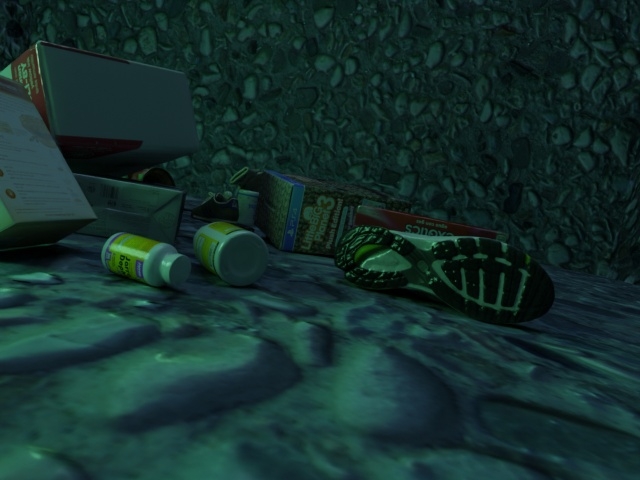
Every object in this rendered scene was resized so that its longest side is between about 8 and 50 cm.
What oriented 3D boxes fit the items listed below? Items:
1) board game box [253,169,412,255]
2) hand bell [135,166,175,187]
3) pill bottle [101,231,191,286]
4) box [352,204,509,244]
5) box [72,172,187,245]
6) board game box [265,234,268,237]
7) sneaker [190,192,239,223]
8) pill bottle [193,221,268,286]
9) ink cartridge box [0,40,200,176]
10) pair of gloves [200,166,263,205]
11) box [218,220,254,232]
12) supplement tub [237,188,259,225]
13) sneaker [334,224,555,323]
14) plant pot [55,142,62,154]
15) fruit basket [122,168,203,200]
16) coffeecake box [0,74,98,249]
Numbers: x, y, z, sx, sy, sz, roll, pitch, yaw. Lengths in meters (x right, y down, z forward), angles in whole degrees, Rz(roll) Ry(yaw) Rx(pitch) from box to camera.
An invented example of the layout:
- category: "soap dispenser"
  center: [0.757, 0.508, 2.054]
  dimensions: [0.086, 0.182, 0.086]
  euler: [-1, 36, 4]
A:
- category: "board game box"
  center: [0.020, -0.061, 1.070]
  dimensions: [0.291, 0.141, 0.232]
  euler: [6, 13, -24]
- category: "hand bell"
  center: [-0.541, -0.132, 1.278]
  dimensions: [0.242, 0.126, 0.126]
  euler: [-1, -1, 25]
- category: "pill bottle"
  center: [-0.170, 0.020, 0.449]
  dimensions: [0.083, 0.043, 0.043]
  euler: [12, 5, 23]
- category: "box"
  center: [0.185, 0.019, 0.817]
  dimensions: [0.257, 0.122, 0.128]
  euler: [12, 5, 10]
- category: "box"
  center: [-0.330, -0.062, 0.810]
  dimensions: [0.169, 0.087, 0.290]
  euler: [9, 5, -17]
- category: "board game box"
  center: [0.000, 0.000, 1.213]
  dimensions: [0.282, 0.027, 0.145]
  euler: [11, 4, -2]
- category: "sneaker"
  center: [-0.289, -0.091, 1.272]
  dimensions: [0.192, 0.086, 0.064]
  euler: [15, 6, 42]
- category: "pill bottle"
  center: [-0.115, 0.011, 0.555]
  dimensions: [0.065, 0.065, 0.116]
  euler: [8, 6, -34]
- category: "ink cartridge box"
  center: [-0.472, -0.207, 0.872]
  dimensions: [0.385, 0.160, 0.279]
  euler: [-9, 3, 35]
- category: "pair of gloves"
  center: [-0.283, -0.159, 1.493]
  dimensions: [0.042, 0.240, 0.204]
  euler: [56, 17, 11]
- category: "box"
  center: [-0.212, -0.031, 1.139]
  dimensions: [0.067, 0.018, 0.083]
  euler: [8, 5, -33]
- category: "supplement tub"
  center: [-0.233, -0.105, 1.446]
  dimensions: [0.071, 0.107, 0.071]
  euler: [10, 5, -1]
- category: "sneaker"
  center: [0.178, 0.041, 0.667]
  dimensions: [0.300, 0.110, 0.121]
  euler: [15, 2, 24]
- category: "plant pot"
  center: [-0.466, -0.115, 0.606]
  dimensions: [0.180, 0.201, 0.201]
  euler: [26, 3, -8]
- category: "fruit basket"
  center: [-0.607, -0.208, 1.501]
  dimensions: [0.353, 0.165, 0.327]
  euler: [15, 5, 13]
- category: "coffeecake box"
  center: [-0.343, -0.087, 0.481]
  dimensions: [0.068, 0.185, 0.142]
  euler: [-28, 2, 5]
